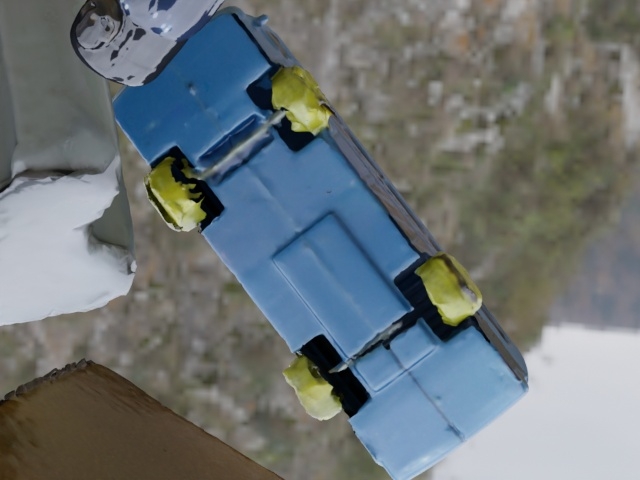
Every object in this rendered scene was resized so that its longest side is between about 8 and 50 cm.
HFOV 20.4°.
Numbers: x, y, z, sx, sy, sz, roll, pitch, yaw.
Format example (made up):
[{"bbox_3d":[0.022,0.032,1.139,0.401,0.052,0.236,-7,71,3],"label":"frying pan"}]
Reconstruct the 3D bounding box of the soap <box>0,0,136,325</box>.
[{"bbox_3d":[-0.334,-0.151,1.280,0.350,0.435,0.213,-13,153,-9],"label":"soap"}]

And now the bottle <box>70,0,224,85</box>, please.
[{"bbox_3d":[-0.062,-0.196,1.053,0.072,0.244,0.082,49,-153,17],"label":"bottle"}]

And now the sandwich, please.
[{"bbox_3d":[-0.087,0.155,0.792,0.186,0.108,0.220,33,-168,8],"label":"sandwich"}]

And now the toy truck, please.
[{"bbox_3d":[0.000,0.000,1.409,0.161,0.385,0.162,-38,180,9],"label":"toy truck"}]
